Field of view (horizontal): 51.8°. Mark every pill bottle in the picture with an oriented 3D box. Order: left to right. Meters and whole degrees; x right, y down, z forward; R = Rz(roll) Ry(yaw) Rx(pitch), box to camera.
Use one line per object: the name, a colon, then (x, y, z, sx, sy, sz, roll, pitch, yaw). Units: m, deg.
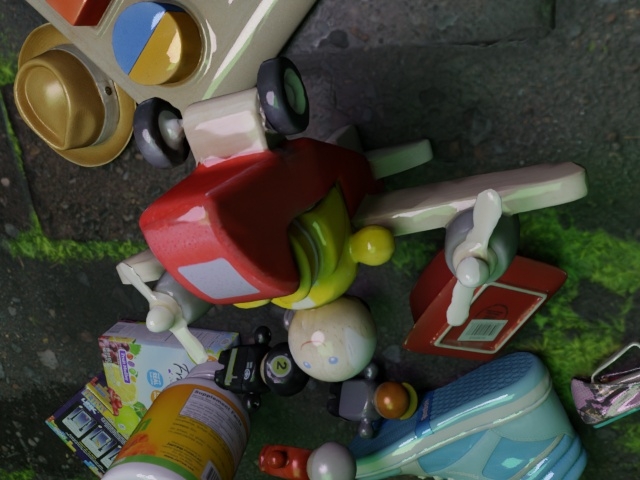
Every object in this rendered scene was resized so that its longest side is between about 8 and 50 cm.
pill bottle: (-0.167, 0.260, 0.829, 0.136, 0.246, 0.137, 4, 113, 10)

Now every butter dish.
butter dish: (0.173, 0.052, 0.772, 0.160, 0.118, 0.160, 13, 124, -34)

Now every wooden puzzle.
wooden puzzle: (-0.186, -0.322, 0.733, 0.347, 0.080, 0.322, 40, 114, -2)

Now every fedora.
fedora: (-0.337, -0.183, 0.863, 0.194, 0.079, 0.195, 8, 116, 16)

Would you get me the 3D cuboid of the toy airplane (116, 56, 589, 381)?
toy airplane: (0.000, 0.000, 0.661, 0.386, 0.384, 0.273, 163, 97, -67)

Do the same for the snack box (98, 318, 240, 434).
snack box: (-0.220, 0.219, 1.006, 0.207, 0.070, 0.175, 3, 113, 16)

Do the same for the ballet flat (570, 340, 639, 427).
ballet flat: (0.394, 0.148, 0.761, 0.221, 0.077, 0.079, -29, 81, 28)

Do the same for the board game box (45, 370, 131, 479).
board game box: (-0.361, 0.323, 1.115, 0.141, 0.048, 0.170, -38, 96, 27)

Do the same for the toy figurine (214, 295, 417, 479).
toy figurine: (0.001, 0.182, 0.822, 0.148, 0.209, 0.213, -15, 102, 49)

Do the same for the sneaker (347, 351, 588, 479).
sneaker: (0.194, 0.299, 0.864, 0.319, 0.127, 0.208, -32, 98, 29)
